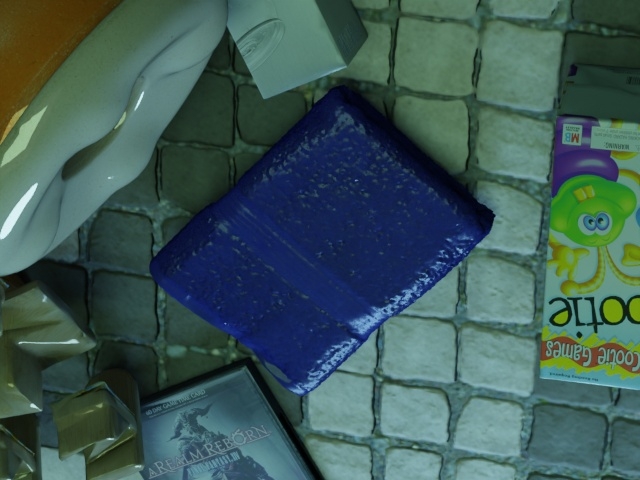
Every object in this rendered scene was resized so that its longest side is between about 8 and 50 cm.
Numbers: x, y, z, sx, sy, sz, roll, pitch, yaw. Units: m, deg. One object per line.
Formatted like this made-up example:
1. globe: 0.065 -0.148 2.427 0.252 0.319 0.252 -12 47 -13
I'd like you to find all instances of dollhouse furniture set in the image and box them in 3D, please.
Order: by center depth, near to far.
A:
1. dollhouse furniture set: -0.444 0.121 1.811 0.394 0.256 0.362 -23 138 13

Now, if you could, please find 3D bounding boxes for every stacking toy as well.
1. stacking toy: -0.357 -0.229 1.518 0.480 0.350 0.350 38 120 3

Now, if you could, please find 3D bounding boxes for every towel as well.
1. towel: 0.000 0.000 1.741 0.228 0.076 0.308 40 119 -15

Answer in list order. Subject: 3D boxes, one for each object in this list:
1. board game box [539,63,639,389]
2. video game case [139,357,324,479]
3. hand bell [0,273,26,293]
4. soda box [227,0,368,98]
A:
1. board game box: 0.294 -0.011 1.609 0.144 0.142 0.275 6 117 12
2. video game case: -0.097 0.279 1.931 0.196 0.026 0.274 -22 109 24
3. hand bell: -0.423 0.008 1.851 0.242 0.126 0.126 32 120 -16
4. soda box: -0.065 -0.286 1.597 0.098 0.091 0.286 -18 110 23
